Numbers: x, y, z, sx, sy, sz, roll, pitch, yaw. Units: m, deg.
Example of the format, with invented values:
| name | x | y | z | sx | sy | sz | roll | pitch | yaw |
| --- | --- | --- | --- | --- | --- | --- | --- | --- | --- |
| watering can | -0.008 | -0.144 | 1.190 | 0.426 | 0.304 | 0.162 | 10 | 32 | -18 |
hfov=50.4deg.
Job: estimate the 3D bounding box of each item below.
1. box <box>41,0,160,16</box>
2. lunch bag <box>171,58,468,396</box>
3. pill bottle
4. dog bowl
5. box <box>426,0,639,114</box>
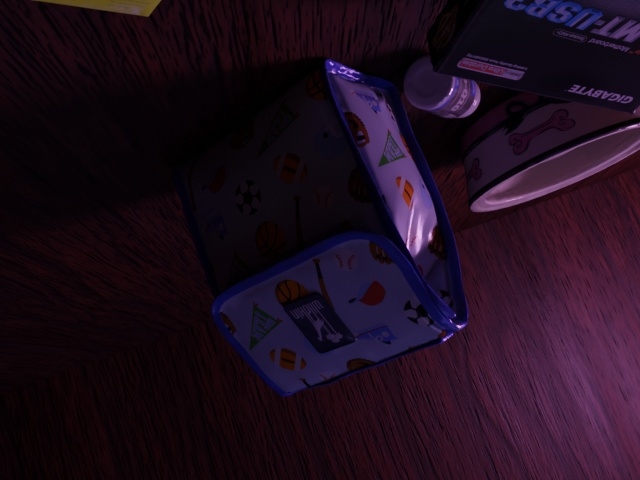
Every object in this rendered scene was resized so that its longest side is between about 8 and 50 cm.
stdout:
| name | x | y | z | sx | sy | sz | roll | pitch | yaw |
| --- | --- | --- | --- | --- | --- | --- | --- | --- | --- |
| box | -0.135 | -0.238 | 0.499 | 0.109 | 0.042 | 0.178 | -9 | 165 | -45 |
| lunch bag | 0.000 | 0.000 | 0.966 | 0.328 | 0.385 | 0.239 | -27 | 167 | 33 |
| pill bottle | 0.185 | -0.224 | 1.012 | 0.078 | 0.078 | 0.137 | -27 | 167 | 29 |
| dog bowl | 0.474 | -0.207 | 1.406 | 0.408 | 0.150 | 0.408 | -19 | 168 | -4 |
| box | 0.308 | -0.267 | 0.712 | 0.295 | 0.073 | 0.293 | 8 | 148 | -20 |
